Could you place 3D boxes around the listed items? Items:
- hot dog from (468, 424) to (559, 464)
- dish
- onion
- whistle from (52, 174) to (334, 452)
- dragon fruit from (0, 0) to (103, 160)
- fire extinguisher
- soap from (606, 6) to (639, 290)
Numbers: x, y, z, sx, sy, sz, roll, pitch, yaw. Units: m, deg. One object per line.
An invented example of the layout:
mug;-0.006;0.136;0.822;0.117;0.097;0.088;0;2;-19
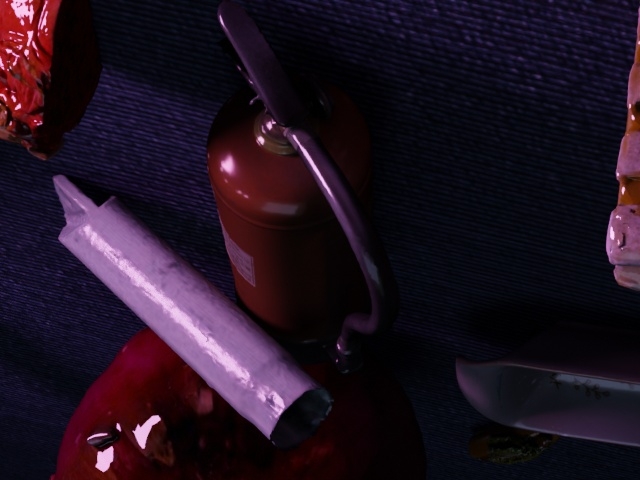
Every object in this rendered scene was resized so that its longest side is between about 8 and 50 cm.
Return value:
hot dog;0.192;0.205;1.738;0.056;0.041;0.133;22;154;-22
dish;0.234;0.118;1.505;0.234;0.064;0.154;7;155;10
onion;-0.077;0.206;1.619;0.347;0.348;0.385;16;-166;-8
whistle;-0.113;0.048;1.361;0.312;0.062;0.062;40;171;31
dragon fruit;-0.198;-0.119;1.153;0.083;0.106;0.162;14;158;0
fire extinguisher;0.006;-0.009;1.246;0.200;0.113;0.376;36;161;19
soap;0.311;-0.048;0.988;0.274;0.173;0.089;6;163;16
